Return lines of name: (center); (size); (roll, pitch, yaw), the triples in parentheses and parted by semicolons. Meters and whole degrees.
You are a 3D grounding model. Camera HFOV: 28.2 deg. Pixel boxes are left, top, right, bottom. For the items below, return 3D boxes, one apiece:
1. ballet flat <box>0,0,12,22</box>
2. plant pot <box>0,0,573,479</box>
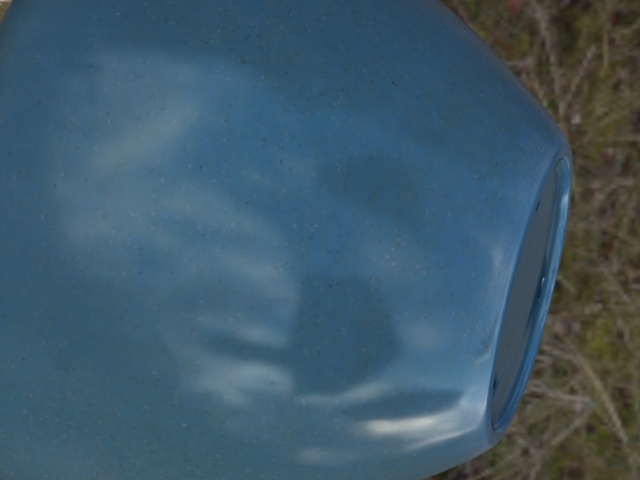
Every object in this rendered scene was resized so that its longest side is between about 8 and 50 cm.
ballet flat: (-0.411, -0.270, 1.183); (0.342, 0.116, 0.124); (28, 50, -14)
plant pot: (0.000, 0.000, 0.566); (0.290, 0.195, 0.290); (14, 90, -73)
